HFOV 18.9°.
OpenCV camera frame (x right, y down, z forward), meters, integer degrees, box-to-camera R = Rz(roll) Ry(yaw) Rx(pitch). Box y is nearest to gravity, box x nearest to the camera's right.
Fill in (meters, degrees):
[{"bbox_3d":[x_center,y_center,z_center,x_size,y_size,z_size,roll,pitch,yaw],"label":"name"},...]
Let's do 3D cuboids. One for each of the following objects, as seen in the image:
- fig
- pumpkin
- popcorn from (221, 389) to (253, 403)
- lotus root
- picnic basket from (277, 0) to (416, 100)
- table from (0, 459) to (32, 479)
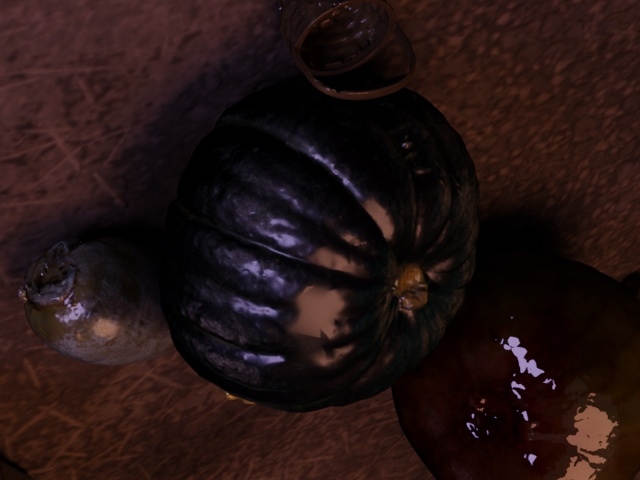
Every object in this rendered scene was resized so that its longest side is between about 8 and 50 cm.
[{"bbox_3d":[0.204,0.094,1.521,0.321,0.217,0.217,-21,153,-52],"label":"fig"},{"bbox_3d":[0.000,0.000,1.194,0.220,0.162,0.220,-38,141,-39],"label":"pumpkin"},{"bbox_3d":[-0.046,0.079,1.375,0.057,0.083,0.082,-50,176,39],"label":"popcorn"},{"bbox_3d":[-0.128,0.042,1.239,0.088,0.088,0.165,-45,152,23],"label":"lotus root"},{"bbox_3d":[0.017,-0.117,1.132,0.072,0.083,0.072,-21,149,-14],"label":"picnic basket"},{"bbox_3d":[-0.257,0.204,1.318,0.167,0.167,0.227,-31,158,1],"label":"table"}]
